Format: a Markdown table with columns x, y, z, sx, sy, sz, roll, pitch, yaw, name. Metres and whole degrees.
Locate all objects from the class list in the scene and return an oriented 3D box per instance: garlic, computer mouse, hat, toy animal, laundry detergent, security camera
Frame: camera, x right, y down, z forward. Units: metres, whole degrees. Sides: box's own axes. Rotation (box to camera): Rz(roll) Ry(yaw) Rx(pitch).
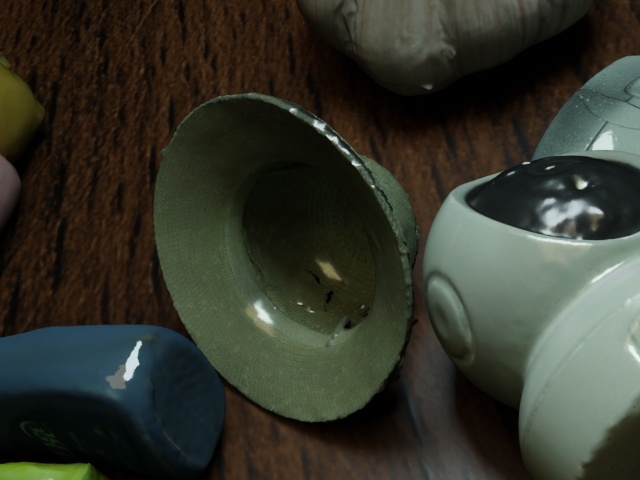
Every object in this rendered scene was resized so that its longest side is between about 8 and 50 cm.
| x | y | z | sx | sy | sz | roll | pitch | yaw | name |
| --- | --- | --- | --- | --- | --- | --- | --- | --- | --- |
| 0.112 | -0.287 | 0.818 | 0.322 | 0.241 | 0.322 | -28 | 38 | 25 | garlic |
| 0.257 | -0.094 | 0.700 | 0.113 | 0.068 | 0.229 | 31 | 69 | 34 | computer mouse |
| 0.000 | 0.000 | 0.663 | 0.257 | 0.257 | 0.130 | 25 | 33 | 34 | hat |
| -0.390 | -0.099 | 0.892 | 0.169 | 0.195 | 0.281 | 15 | 54 | -18 | toy animal |
| -0.226 | 0.126 | 0.665 | 0.290 | 0.143 | 0.094 | -4 | 55 | 23 | laundry detergent |
| 0.172 | 0.043 | 0.553 | 0.194 | 0.194 | 0.236 | -29 | 44 | -3 | security camera |

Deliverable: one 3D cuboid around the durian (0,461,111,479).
| x | y | z | sx | sy | sz | roll | pitch | yaw | name |
| --- | --- | --- | --- | --- | --- | --- | --- | --- | --- |
| -0.257 | 0.246 | 0.604 | 0.250 | 0.101 | 0.139 | -34 | 50 | -7 | durian |
